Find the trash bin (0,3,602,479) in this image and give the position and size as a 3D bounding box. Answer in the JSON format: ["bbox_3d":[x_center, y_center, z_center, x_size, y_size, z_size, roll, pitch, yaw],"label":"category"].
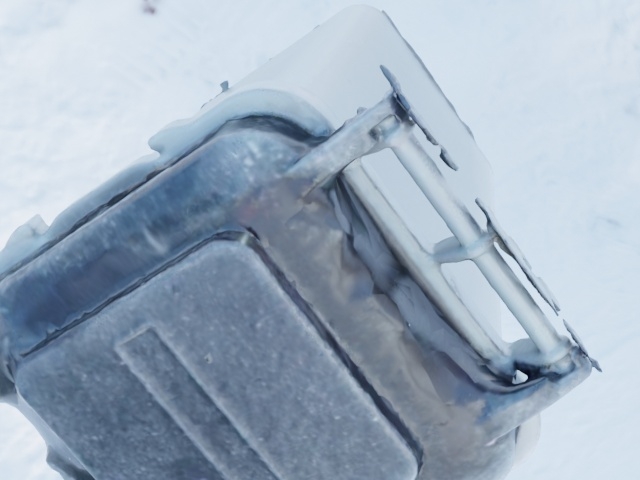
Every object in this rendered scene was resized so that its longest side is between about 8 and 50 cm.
[{"bbox_3d":[0.000,0.000,0.764,0.296,0.367,0.256,-33,105,25],"label":"trash bin"}]
